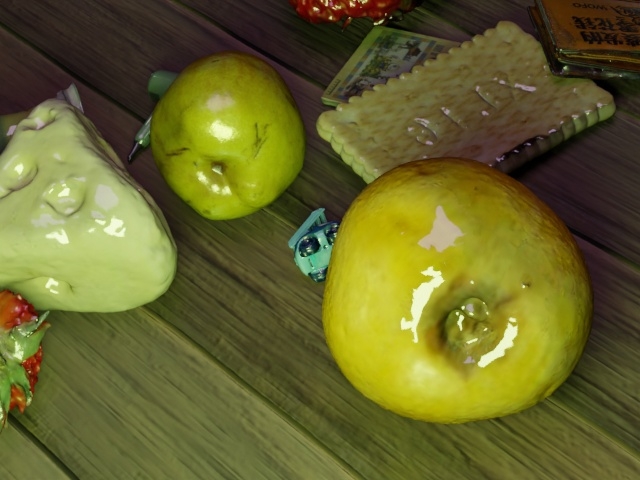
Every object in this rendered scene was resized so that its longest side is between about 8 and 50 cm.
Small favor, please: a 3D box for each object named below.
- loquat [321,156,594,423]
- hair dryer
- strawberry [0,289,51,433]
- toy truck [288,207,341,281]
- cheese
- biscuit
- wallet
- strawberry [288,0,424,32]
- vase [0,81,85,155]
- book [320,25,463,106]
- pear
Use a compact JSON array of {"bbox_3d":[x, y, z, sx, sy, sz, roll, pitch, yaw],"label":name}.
[{"bbox_3d":[0.129,0.053,1.468,0.274,0.275,0.275,-6,44,6],"label":"loquat"},{"bbox_3d":[-0.212,-0.156,1.907,0.071,0.047,0.150,15,60,28],"label":"hair dryer"},{"bbox_3d":[-0.409,0.131,1.606,0.228,0.098,0.174,10,47,25],"label":"strawberry"},{"bbox_3d":[0.000,0.000,1.687,0.073,0.056,0.090,-23,32,-4],"label":"toy truck"},{"bbox_3d":[-0.268,-0.037,1.671,0.247,0.174,0.251,12,60,20],"label":"cheese"},{"bbox_3d":[0.178,-0.149,1.788,0.325,0.044,0.217,-30,52,-23],"label":"biscuit"},{"bbox_3d":[0.369,-0.262,1.848,0.195,0.042,0.161,2,41,-7],"label":"wallet"},{"bbox_3d":[0.046,-0.429,1.970,0.261,0.258,0.261,-2,37,2],"label":"strawberry"},{"bbox_3d":[-0.446,-0.103,1.812,0.321,0.173,0.173,-15,43,-10],"label":"vase"},{"bbox_3d":[0.119,-0.213,1.906,0.192,0.013,0.168,15,49,25],"label":"book"},{"bbox_3d":[-0.108,-0.127,1.743,0.200,0.200,0.200,-6,44,6],"label":"pear"}]
